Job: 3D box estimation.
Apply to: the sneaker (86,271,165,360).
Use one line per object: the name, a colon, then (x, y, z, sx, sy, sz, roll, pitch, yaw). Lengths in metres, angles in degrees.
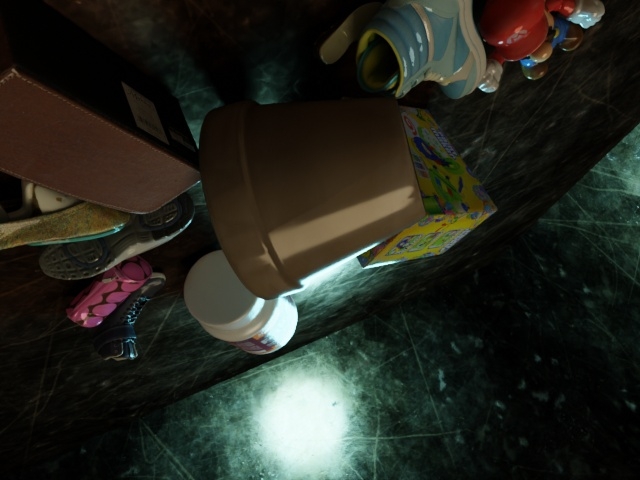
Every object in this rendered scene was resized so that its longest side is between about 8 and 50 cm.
sneaker: (-0.444, 0.188, 1.182, 0.226, 0.163, 0.086, -32, 156, 5)

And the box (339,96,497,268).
box: (0.162, -0.122, 1.042, 0.279, 0.290, 0.177, -6, 149, -42)

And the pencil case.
pencil case: (-0.464, 0.109, 1.079, 0.209, 0.095, 0.098, -40, -170, 23)

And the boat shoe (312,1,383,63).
boat shoe: (0.044, -0.330, 0.784, 0.133, 0.042, 0.049, -40, 128, -4)

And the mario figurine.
mario figurine: (0.412, -0.369, 0.947, 0.320, 0.170, 0.198, -13, 120, -51)

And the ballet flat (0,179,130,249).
ballet flat: (-0.462, -0.041, 0.742, 0.348, 0.123, 0.123, -15, 155, -34)

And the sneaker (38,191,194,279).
sneaker: (-0.369, -0.001, 0.934, 0.297, 0.111, 0.129, -20, 174, -6)

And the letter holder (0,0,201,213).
letter holder: (-0.332, -0.132, 0.626, 0.214, 0.152, 0.302, -32, 158, 13)

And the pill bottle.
pill bottle: (-0.204, 0.173, 1.347, 0.224, 0.224, 0.392, -28, 159, -2)

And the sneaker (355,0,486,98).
sneaker: (0.158, -0.290, 0.822, 0.208, 0.127, 0.319, -51, 147, -1)

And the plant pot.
plant pot: (0.008, -0.091, 0.790, 0.280, 0.323, 0.323, -14, 161, 14)
